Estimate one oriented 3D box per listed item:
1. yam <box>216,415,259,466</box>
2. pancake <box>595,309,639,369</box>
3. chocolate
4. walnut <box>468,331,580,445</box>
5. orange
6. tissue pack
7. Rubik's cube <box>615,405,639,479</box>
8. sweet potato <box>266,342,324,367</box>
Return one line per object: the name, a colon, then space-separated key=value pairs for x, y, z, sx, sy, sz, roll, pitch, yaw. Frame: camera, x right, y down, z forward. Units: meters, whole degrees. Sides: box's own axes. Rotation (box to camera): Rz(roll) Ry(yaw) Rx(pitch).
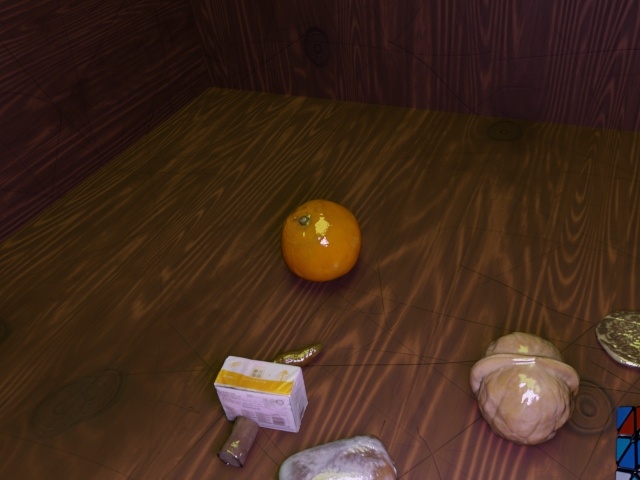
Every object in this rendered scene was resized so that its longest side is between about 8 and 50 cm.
yam: x=-0.226 y=0.559 z=1.574 sx=0.084 sy=0.084 sz=0.127 roll=9 pitch=44 yaw=19
pancake: x=0.976 y=0.305 z=1.726 sx=0.249 sy=0.031 sz=0.250 roll=-4 pitch=38 yaw=3
chocolate: x=0.041 y=0.588 z=1.449 sx=0.302 sy=0.101 sz=0.185 roll=-13 pitch=29 yaw=-10
walnut: x=0.543 y=0.391 z=1.511 sx=0.284 sy=0.285 sz=0.297 roll=3 pitch=46 yaw=13
orange: x=0.000 y=0.000 z=2.063 sx=0.311 sy=0.312 sz=0.312 roll=-5 pitch=38 yaw=4
tissue pack: x=-0.166 y=0.440 z=1.626 sx=0.224 sy=0.185 sz=0.124 roll=5 pitch=40 yaw=15
Rubik's cube: x=0.839 y=0.456 z=1.401 sx=0.283 sy=0.234 sz=0.250 roll=-7 pitch=38 yaw=1
sweet potato: x=-0.110 y=0.387 z=1.785 sx=0.273 sy=0.067 sz=0.067 roll=-22 pitch=40 yaw=-9
